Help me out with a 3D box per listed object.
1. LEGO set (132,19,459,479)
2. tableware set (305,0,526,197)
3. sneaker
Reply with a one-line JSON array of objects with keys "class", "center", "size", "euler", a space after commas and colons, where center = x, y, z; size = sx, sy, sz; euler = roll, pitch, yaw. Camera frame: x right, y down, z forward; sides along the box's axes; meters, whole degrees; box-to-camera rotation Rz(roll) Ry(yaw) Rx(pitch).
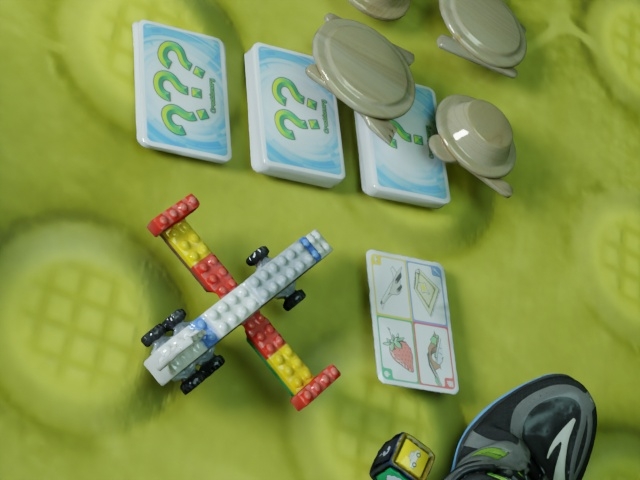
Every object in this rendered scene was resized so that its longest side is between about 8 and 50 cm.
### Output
[{"class": "LEGO set", "center": [0.000, 0.000, 0.715], "size": [0.182, 0.060, 0.244], "euler": [11, 58, -27]}, {"class": "tableware set", "center": [0.058, -0.106, 0.815], "size": [0.141, 0.020, 0.169], "euler": [26, 46, -20]}, {"class": "sneaker", "center": [0.084, 0.129, 0.693], "size": [0.067, 0.078, 0.188], "euler": [51, 51, -1]}]
